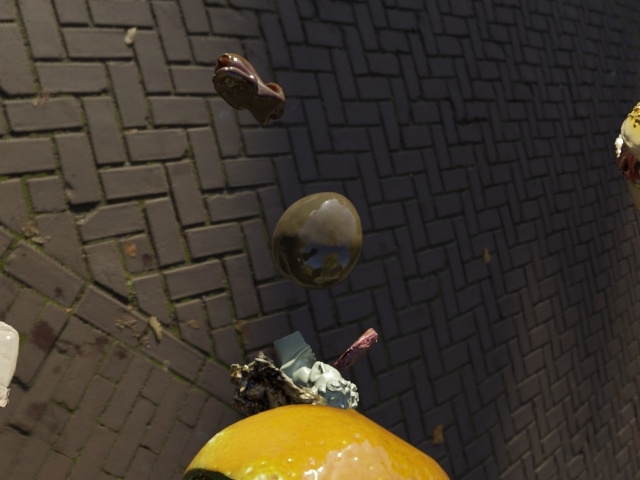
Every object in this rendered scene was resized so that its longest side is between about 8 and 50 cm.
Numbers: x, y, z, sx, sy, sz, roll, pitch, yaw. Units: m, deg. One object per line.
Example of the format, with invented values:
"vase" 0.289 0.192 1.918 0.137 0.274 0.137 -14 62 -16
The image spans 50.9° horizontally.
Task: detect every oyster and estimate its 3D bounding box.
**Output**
"oyster" -0.054 0.268 1.044 0.214 0.223 0.083 31 65 18

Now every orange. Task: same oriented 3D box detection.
"orange" 0.018 0.279 0.704 0.334 0.262 0.196 34 66 -36

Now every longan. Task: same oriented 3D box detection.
"longan" 0.000 0.000 1.658 0.248 0.248 0.248 12 71 -39

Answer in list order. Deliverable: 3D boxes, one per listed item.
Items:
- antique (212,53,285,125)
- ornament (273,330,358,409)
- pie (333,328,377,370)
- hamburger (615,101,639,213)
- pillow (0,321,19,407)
"antique" -0.206 -0.450 1.999 0.257 0.121 0.143 30 34 -28
"ornament" -0.022 0.324 1.552 0.120 0.285 0.130 -35 121 -17
"pie" 0.092 0.286 1.739 0.038 0.153 0.153 45 49 10
"hamburger" 0.581 -0.125 0.957 0.302 0.302 0.170 -42 129 -40
"pillow" -0.697 0.214 1.234 0.270 0.067 0.173 8 53 -12
